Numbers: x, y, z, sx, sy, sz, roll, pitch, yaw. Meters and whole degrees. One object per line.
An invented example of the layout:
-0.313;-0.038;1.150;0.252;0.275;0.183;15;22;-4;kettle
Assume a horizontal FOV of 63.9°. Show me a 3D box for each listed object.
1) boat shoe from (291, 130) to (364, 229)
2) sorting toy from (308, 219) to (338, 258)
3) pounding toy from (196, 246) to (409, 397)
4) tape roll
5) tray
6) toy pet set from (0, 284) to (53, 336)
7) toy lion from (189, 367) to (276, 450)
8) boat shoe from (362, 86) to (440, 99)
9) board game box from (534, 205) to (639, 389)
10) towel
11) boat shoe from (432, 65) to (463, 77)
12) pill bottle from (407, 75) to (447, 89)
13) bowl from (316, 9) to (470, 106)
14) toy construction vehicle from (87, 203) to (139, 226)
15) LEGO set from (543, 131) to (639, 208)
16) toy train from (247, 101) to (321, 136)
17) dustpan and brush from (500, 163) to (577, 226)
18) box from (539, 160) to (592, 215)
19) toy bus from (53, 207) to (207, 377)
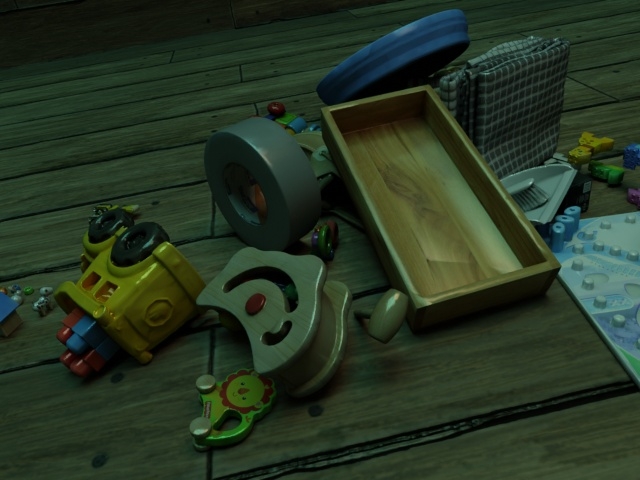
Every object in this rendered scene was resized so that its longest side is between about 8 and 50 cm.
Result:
0.019;-0.115;0.955;0.110;0.122;0.341;-30;40;-30;boat shoe
0.000;0.000;0.842;0.042;0.061;0.102;1;12;15;sorting toy
-0.024;0.118;0.655;0.269;0.155;0.154;7;60;42;pounding toy
-0.099;-0.089;0.853;0.072;0.219;0.219;-34;41;-32;tape roll
0.157;-0.075;0.793;0.202;0.076;0.411;-15;52;-9;tray
-0.495;0.091;0.816;0.122;0.065;0.114;3;35;19;toy pet set
-0.099;0.193;0.604;0.096;0.034;0.100;-2;33;-4;toy lion
0.210;-0.261;1.145;0.324;0.123;0.116;2;37;32;boat shoe
0.531;0.046;0.655;0.389;0.050;0.390;-8;33;1;board game box
0.347;-0.232;0.953;0.283;0.235;0.121;-30;39;-30;towel
0.359;-0.443;1.422;0.060;0.064;0.178;14;37;34;boat shoe
0.303;-0.343;1.243;0.180;0.108;0.108;0;34;14;pill bottle
0.180;-0.420;1.257;0.390;0.077;0.391;-25;3;2;bowl
-0.423;-0.046;1.042;0.098;0.035;0.086;-1;23;7;toy construction vehicle
0.488;-0.131;0.900;0.093;0.087;0.227;-26;36;-24;LEGO set
-0.107;-0.217;1.171;0.143;0.105;0.248;22;42;19;toy train
0.295;-0.069;0.856;0.147;0.060;0.211;-49;16;-32;dustpan and brush
0.408;-0.088;0.874;0.052;0.062;0.083;-19;34;-12;box
-0.297;0.082;0.736;0.220;0.150;0.211;20;59;40;toy bus
